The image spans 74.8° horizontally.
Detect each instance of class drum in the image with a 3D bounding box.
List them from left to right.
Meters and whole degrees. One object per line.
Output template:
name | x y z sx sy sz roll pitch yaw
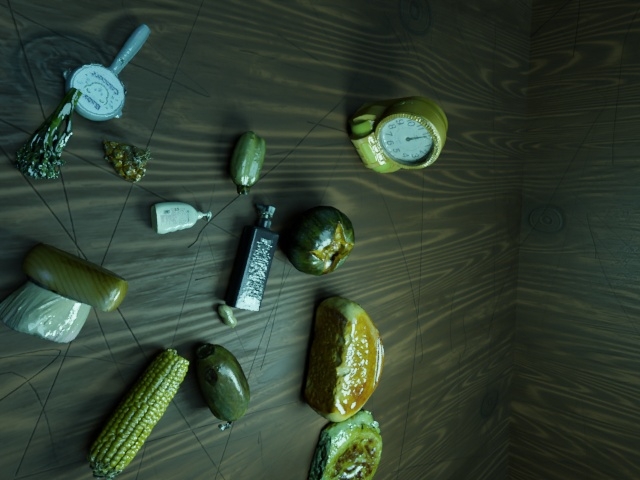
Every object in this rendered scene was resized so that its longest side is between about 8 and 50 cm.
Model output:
drum | -0.448 -0.366 0.938 0.253 0.049 0.130 -50 125 -26

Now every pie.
pie | 0.102 0.812 1.571 0.289 0.103 0.354 25 81 -36

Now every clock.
clock | 0.273 -0.365 1.423 0.244 0.317 0.200 53 55 -33

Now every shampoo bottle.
shampoo bottle | -0.350 -0.063 1.072 0.152 0.045 0.077 -11 101 -39
shampoo bottle | -0.187 0.046 1.219 0.098 0.071 0.309 20 82 -41

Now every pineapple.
pineapple | -0.424 -0.193 0.959 0.077 0.114 0.114 -57 135 -45

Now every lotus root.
lotus root | -0.267 0.392 1.156 0.123 0.124 0.240 -22 114 -22
lotus root | -0.205 -0.212 1.162 0.091 0.077 0.182 16 82 -36

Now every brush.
brush | -0.492 0.116 0.820 0.174 0.267 0.166 40 67 -49

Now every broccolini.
broccolini | -0.543 -0.217 0.837 0.068 0.091 0.202 -28 141 -83

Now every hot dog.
hot dog | 0.093 0.398 1.446 0.223 0.185 0.404 8 90 -41

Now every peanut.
peanut | -0.266 0.218 1.197 0.037 0.037 0.083 -39 126 -32

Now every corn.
corn | -0.438 0.414 1.018 0.115 0.115 0.317 50 61 -35

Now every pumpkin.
pumpkin | -0.003 -0.001 1.321 0.238 0.159 0.237 -30 136 -34
